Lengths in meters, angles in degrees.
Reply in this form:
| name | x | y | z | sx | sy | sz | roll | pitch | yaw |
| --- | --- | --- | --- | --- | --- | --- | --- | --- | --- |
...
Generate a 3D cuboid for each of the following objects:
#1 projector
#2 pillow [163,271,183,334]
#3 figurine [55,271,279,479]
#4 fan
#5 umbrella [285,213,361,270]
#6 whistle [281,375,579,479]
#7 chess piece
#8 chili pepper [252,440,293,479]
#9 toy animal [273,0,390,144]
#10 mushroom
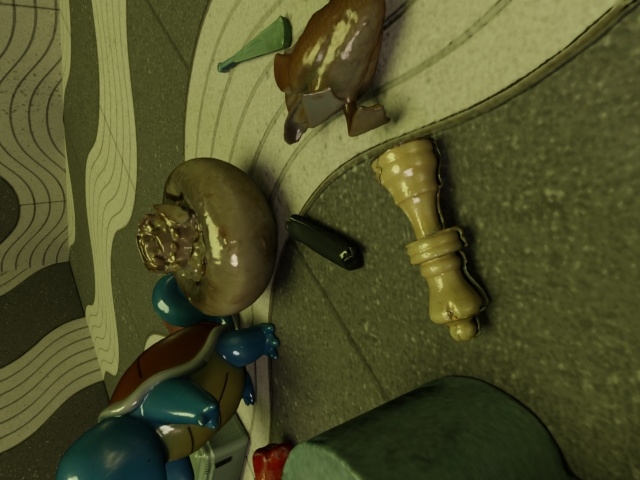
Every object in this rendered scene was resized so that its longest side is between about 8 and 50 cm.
| name | x | y | z | sx | sy | sz | roll | pitch | yaw |
| --- | --- | --- | --- | --- | --- | --- | --- | --- | --- |
| projector | -0.256 | 0.386 | 0.975 | 0.257 | 0.099 | 0.192 | 46 | 135 | 39 |
| pillow | -0.322 | 0.138 | 1.050 | 0.126 | 0.043 | 0.233 | 40 | 131 | 42 |
| figurine | -0.198 | 0.225 | 0.716 | 0.298 | 0.243 | 0.416 | -54 | 16 | 42 |
| fan | -0.095 | -0.258 | 0.635 | 0.193 | 0.016 | 0.038 | 7 | 102 | 53 |
| umbrella | 0.000 | 0.001 | 0.556 | 0.133 | 0.031 | 0.036 | 31 | 122 | 48 |
| whistle | 0.120 | 0.208 | 0.320 | 0.404 | 0.168 | 0.188 | -28 | 76 | 55 |
| chess piece | 0.097 | 0.001 | 0.398 | 0.060 | 0.060 | 0.172 | -29 | 78 | 54 |
| chili pepper | -0.057 | 0.369 | 0.712 | 0.070 | 0.073 | 0.123 | 73 | 172 | -65 |
| toy animal | 0.002 | -0.182 | 0.466 | 0.188 | 0.089 | 0.179 | -38 | 51 | 53 |
| mushroom | -0.161 | -0.001 | 0.661 | 0.226 | 0.178 | 0.226 | 28 | 129 | 41 |
